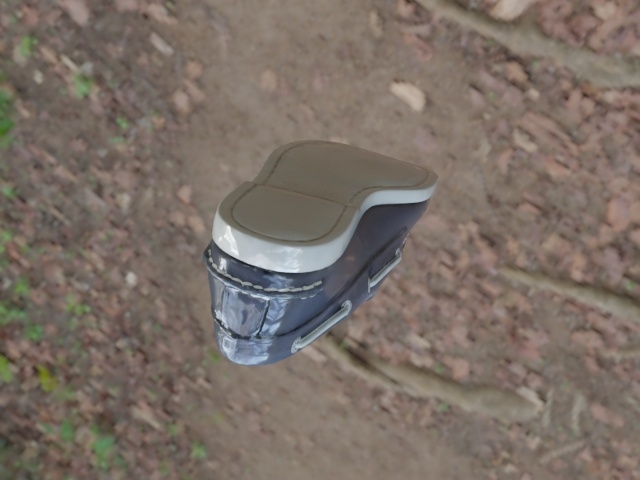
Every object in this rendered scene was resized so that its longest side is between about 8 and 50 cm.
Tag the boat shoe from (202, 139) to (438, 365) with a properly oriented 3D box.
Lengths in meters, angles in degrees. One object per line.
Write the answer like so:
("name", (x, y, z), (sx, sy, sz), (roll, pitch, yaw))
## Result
("boat shoe", (0.000, 0.000, 0.606), (0.075, 0.206, 0.065), (17, 109, 14))
